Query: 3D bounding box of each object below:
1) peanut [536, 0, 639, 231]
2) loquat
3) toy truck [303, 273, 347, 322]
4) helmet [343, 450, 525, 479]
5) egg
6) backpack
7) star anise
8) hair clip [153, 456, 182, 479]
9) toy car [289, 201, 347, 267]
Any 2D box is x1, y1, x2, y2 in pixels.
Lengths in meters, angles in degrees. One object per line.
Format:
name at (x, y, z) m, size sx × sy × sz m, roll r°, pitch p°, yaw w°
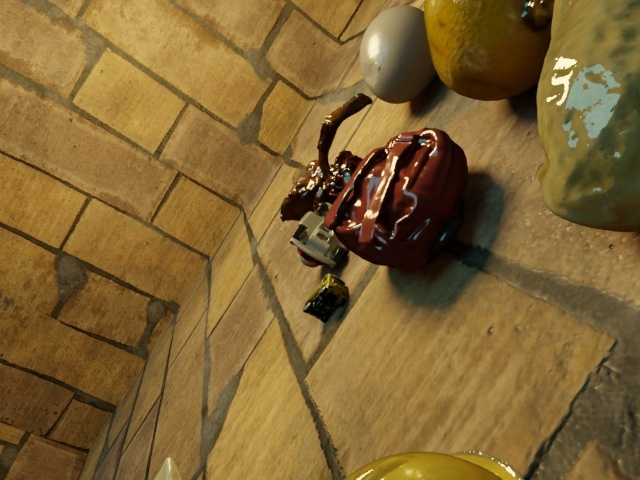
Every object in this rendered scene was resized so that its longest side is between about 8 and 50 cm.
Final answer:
peanut at (0.274, -0.149, 0.398) m, size 0.152 × 0.152 × 0.312 m, roll -23°, pitch 40°, yaw 60°
loquat at (0.246, -0.296, 0.599) m, size 0.213 × 0.214 × 0.246 m, roll -54°, pitch 17°, yaw 15°
toy truck at (0.011, 0.101, 0.819) m, size 0.083 × 0.049 × 0.054 m, roll -49°, pitch 20°, yaw 30°
helmet at (0.047, 0.268, 0.351) m, size 0.256 × 0.140 × 0.205 m, roll -55°, pitch 19°, yaw 3°
egg at (0.170, -0.396, 0.972) m, size 0.176 × 0.176 × 0.231 m, roll -31°, pitch 38°, yaw 54°
backpack at (0.119, -0.067, 0.660) m, size 0.229 × 0.139 × 0.229 m, roll -49°, pitch 22°, yaw 28°
star anise at (0.030, -0.167, 1.031) m, size 0.346 × 0.148 × 0.237 m, roll -63°, pitch 19°, yaw 21°
hair clip at (-0.291, 0.546, 0.763) m, size 0.173 × 0.113 × 0.282 m, roll -35°, pitch 26°, yaw -5°
toy car at (0.000, 0.000, 0.938) m, size 0.139 × 0.112 × 0.112 m, roll -60°, pitch 0°, yaw -33°
